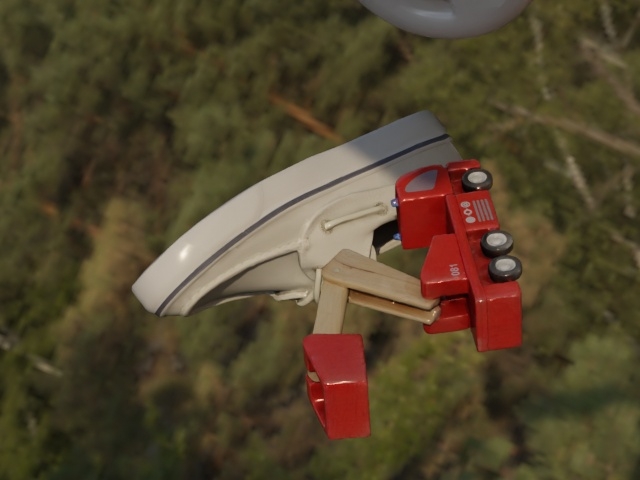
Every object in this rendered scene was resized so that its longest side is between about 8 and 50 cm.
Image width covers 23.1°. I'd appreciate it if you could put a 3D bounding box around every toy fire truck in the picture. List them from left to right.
[{"bbox_3d":[0.051,0.028,0.942,0.192,0.135,0.047,-101,4,-50],"label":"toy fire truck"}]

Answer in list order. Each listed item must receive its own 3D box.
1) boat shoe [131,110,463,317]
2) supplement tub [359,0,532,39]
[{"bbox_3d":[0.000,0.000,1.047,0.267,0.088,0.096,-26,-13,-38],"label":"boat shoe"},{"bbox_3d":[0.100,-0.243,1.032,0.144,0.144,0.199,-53,8,48],"label":"supplement tub"}]
